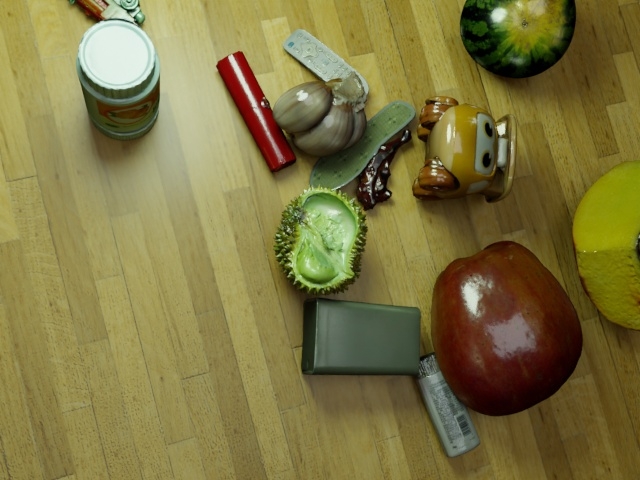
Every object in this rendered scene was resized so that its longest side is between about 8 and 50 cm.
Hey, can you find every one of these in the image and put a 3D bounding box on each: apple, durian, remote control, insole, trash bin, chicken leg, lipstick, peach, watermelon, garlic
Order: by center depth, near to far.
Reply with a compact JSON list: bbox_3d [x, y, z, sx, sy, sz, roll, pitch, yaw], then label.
[{"bbox_3d":[0.000,0.004,1.701,0.200,0.176,0.237,4,86,-16],"label":"durian"},{"bbox_3d":[0.088,0.217,1.719,0.240,0.122,0.164,6,81,-14],"label":"trash bin"},{"bbox_3d":[0.001,-0.261,1.724,0.160,0.191,0.214,54,38,2],"label":"garlic"},{"bbox_3d":[-0.142,-0.286,1.767,0.073,0.073,0.280,-27,89,-15],"label":"lipstick"},{"bbox_3d":[0.418,0.192,1.777,0.295,0.329,0.365,-25,82,25],"label":"apple"},{"bbox_3d":[0.096,-0.220,1.814,0.322,0.007,0.109,-42,61,-16],"label":"insole"},{"bbox_3d":[0.141,-0.167,1.821,0.089,0.048,0.219,22,78,-11],"label":"chicken leg"},{"bbox_3d":[0.746,0.027,1.829,0.306,0.242,0.380,36,61,-26],"label":"peach"},{"bbox_3d":[0.015,-0.401,1.833,0.229,0.044,0.073,38,73,4],"label":"remote control"},{"bbox_3d":[0.464,-0.511,1.836,0.269,0.269,0.269,2,81,-12],"label":"watermelon"}]

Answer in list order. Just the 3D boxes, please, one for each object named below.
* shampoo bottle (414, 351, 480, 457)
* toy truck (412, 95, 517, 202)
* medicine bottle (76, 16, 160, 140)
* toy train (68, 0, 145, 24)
[{"bbox_3d":[0.279,0.366,1.768,0.086,0.056,0.227,-22,87,-18],"label":"shampoo bottle"},{"bbox_3d":[0.315,-0.191,1.759,0.211,0.288,0.204,4,81,0],"label":"toy truck"},{"bbox_3d":[-0.402,-0.317,1.586,0.158,0.318,0.158,2,81,-11],"label":"medicine bottle"},{"bbox_3d":[-0.475,-0.522,1.730,0.176,0.074,0.118,39,79,-6],"label":"toy train"}]
